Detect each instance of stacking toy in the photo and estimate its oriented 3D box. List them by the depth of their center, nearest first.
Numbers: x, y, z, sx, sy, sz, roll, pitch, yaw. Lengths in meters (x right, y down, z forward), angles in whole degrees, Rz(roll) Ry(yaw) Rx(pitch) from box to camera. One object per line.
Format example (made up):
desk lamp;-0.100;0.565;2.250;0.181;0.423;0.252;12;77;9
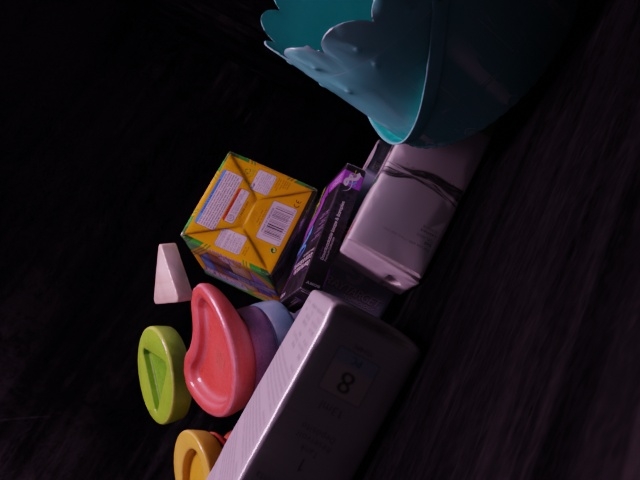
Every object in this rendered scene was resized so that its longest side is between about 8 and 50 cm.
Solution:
stacking toy;-0.118;0.168;1.213;0.279;0.130;0.309;52;137;43

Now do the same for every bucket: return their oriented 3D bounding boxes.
bucket;0.095;-0.234;0.912;0.281;0.183;0.281;-37;32;28

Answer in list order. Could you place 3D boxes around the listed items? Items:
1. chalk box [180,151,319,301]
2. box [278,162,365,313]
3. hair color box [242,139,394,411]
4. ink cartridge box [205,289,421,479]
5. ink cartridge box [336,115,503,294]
chalk box;-0.081;-0.002;1.279;0.132;0.132;0.213;-63;-12;-16
box;0.000;0.000;1.124;0.116;0.029;0.162;137;154;-69
hair color box;0.033;0.067;1.292;0.374;0.113;0.185;-63;0;20
ink cartridge box;-0.053;0.233;0.875;0.385;0.091;0.308;-62;3;-2
ink cartridge box;0.109;-0.061;1.063;0.219;0.092;0.160;-62;-1;-10
